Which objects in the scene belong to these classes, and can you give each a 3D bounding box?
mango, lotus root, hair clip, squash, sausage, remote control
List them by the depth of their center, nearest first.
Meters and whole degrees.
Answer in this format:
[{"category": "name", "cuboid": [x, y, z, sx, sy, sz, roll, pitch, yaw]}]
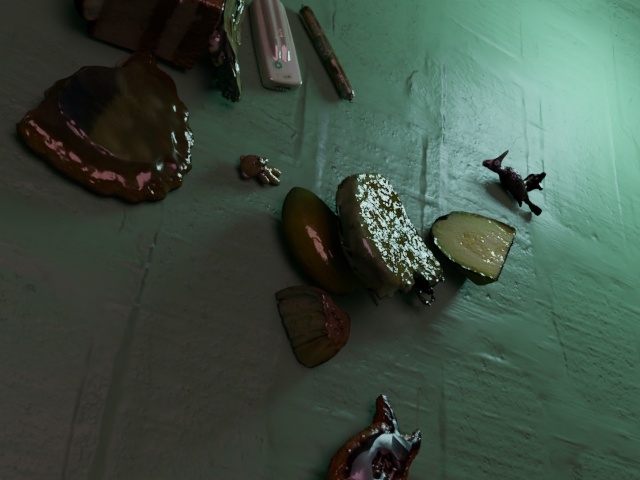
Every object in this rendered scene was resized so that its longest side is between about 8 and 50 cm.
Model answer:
[{"category": "lotus root", "cuboid": [-0.001, 0.154, 1.709, 0.095, 0.135, 0.159, -14, 88, -41]}, {"category": "mango", "cuboid": [-0.003, 0.004, 1.803, 0.237, 0.091, 0.137, 48, 44, 1]}, {"category": "hair clip", "cuboid": [-0.202, -0.437, 1.894, 0.091, 0.138, 0.321, 2, 58, -2]}, {"category": "remote control", "cuboid": [-0.099, -0.438, 2.004, 0.090, 0.049, 0.230, 1, 66, -32]}, {"category": "squash", "cuboid": [0.329, 0.023, 2.050, 0.184, 0.085, 0.192, 22, 46, 12]}, {"category": "sausage", "cuboid": [0.015, -0.432, 2.093, 0.033, 0.033, 0.269, -17, 76, -40]}]

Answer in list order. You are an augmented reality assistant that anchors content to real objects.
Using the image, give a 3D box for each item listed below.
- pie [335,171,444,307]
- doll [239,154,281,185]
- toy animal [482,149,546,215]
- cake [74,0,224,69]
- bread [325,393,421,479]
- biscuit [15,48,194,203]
[{"category": "pie", "cuboid": [0.134, -0.003, 1.835, 0.371, 0.078, 0.296, 8, 58, -62]}, {"category": "doll", "cuboid": [-0.123, -0.142, 1.840, 0.093, 0.051, 0.061, 39, 41, -51]}, {"category": "toy animal", "cuboid": [0.479, -0.149, 2.245, 0.202, 0.070, 0.105, 31, 70, -23]}, {"category": "cake", "cuboid": [-0.345, -0.491, 1.772, 0.293, 0.196, 0.198, 11, 58, -25]}, {"category": "bread", "cuboid": [0.096, 0.404, 1.656, 0.139, 0.095, 0.269, 51, 34, -3]}, {"category": "biscuit", "cuboid": [-0.377, -0.235, 1.680, 0.329, 0.078, 0.334, 22, 57, -29]}]
